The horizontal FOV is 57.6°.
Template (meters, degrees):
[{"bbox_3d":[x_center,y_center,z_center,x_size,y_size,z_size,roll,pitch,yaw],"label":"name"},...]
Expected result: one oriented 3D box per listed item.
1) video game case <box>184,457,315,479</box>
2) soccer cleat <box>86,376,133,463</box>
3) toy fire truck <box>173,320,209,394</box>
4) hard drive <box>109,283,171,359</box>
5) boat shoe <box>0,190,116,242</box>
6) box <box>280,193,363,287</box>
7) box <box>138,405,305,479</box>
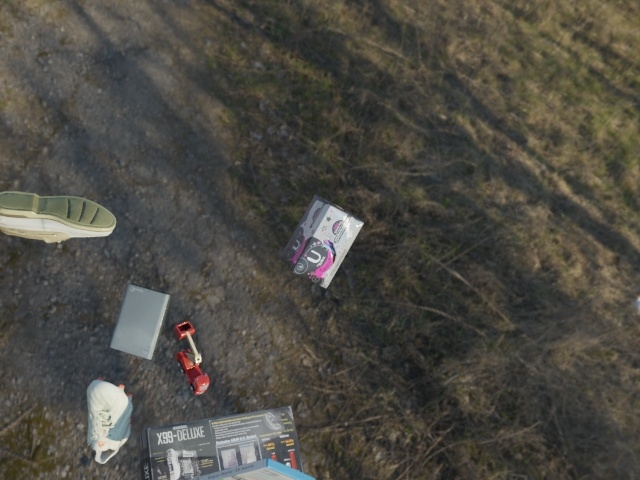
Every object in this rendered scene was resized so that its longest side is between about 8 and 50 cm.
[{"bbox_3d":[-0.107,0.353,0.842,0.119,0.166,0.015,43,32,-42],"label":"video game case"},{"bbox_3d":[-0.335,0.287,0.916,0.068,0.196,0.076,18,48,4],"label":"soccer cleat"},{"bbox_3d":[-0.389,0.356,1.759,0.047,0.135,0.192,-18,64,-37],"label":"toy fire truck"},{"bbox_3d":[-0.367,0.164,1.190,0.094,0.022,0.135,14,85,10],"label":"hard drive"},{"bbox_3d":[-0.710,-0.054,1.565,0.302,0.103,0.113,12,41,-17],"label":"boat shoe"},{"bbox_3d":[0.000,0.000,1.902,0.142,0.247,0.163,26,8,-25],"label":"box"},{"bbox_3d":[-0.179,0.467,1.122,0.307,0.076,0.243,0,63,-31],"label":"box"}]
